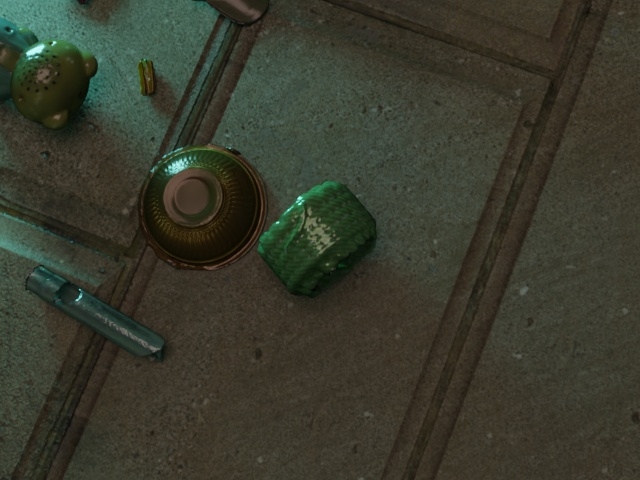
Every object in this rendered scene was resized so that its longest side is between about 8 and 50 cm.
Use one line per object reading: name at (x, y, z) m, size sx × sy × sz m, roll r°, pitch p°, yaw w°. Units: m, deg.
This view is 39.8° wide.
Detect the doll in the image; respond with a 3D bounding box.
doll at (-0.593, -0.343, 1.802) m, size 0.260 × 0.161 × 0.177 m, roll 26°, pitch 80°, yaw 11°

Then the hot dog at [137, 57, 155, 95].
hot dog at (-0.365, -0.343, 1.857) m, size 0.037 × 0.021 × 0.083 m, roll -7°, pitch 79°, yaw 13°

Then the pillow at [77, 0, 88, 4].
pillow at (-0.518, -0.608, 1.910) m, size 0.118 × 0.043 × 0.185 m, roll 24°, pitch 85°, yaw 2°

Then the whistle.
whistle at (-0.441, 0.148, 1.744) m, size 0.312 × 0.062 × 0.062 m, roll 30°, pitch 82°, yaw 9°

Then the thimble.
thimble at (0.000, 0.000, 1.672) m, size 0.219 × 0.219 × 0.150 m, roll -41°, pitch 81°, yaw -4°

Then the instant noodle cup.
instant noodle cup at (-0.245, -0.078, 1.761) m, size 0.273 × 0.091 × 0.274 m, roll -1°, pitch 78°, yaw 5°

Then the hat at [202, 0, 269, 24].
hat at (-0.185, -0.538, 1.867) m, size 0.175 × 0.085 × 0.147 m, roll 40°, pitch 118°, yaw -9°
